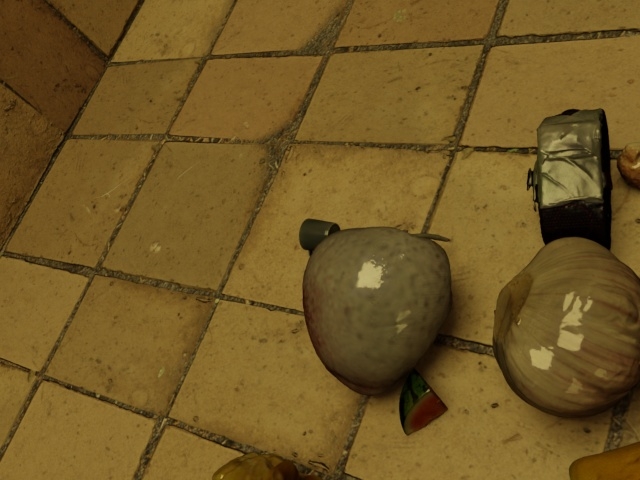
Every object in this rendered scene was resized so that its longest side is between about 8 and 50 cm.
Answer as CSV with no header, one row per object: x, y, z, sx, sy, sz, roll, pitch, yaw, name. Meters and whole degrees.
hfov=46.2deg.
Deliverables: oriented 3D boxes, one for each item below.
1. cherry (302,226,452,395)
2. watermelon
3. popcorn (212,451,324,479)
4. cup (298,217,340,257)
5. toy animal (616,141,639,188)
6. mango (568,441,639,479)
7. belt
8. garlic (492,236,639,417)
0.118,0.121,1.502,0.326,0.291,0.335,-29,51,38,cherry
0.203,0.312,1.453,0.094,0.135,0.125,21,66,2,watermelon
-0.099,0.511,1.407,0.225,0.265,0.332,-58,31,-6,popcorn
0.000,0.000,1.798,0.077,0.078,0.100,7,99,31,cup
0.667,-0.123,1.432,0.185,0.104,0.184,-7,66,24,toy animal
0.538,0.389,1.163,0.316,0.119,0.177,-7,54,40,mango
0.484,-0.115,1.462,0.164,0.184,0.289,-3,76,28,belt
0.432,0.165,1.285,0.259,0.317,0.318,14,63,-3,garlic
